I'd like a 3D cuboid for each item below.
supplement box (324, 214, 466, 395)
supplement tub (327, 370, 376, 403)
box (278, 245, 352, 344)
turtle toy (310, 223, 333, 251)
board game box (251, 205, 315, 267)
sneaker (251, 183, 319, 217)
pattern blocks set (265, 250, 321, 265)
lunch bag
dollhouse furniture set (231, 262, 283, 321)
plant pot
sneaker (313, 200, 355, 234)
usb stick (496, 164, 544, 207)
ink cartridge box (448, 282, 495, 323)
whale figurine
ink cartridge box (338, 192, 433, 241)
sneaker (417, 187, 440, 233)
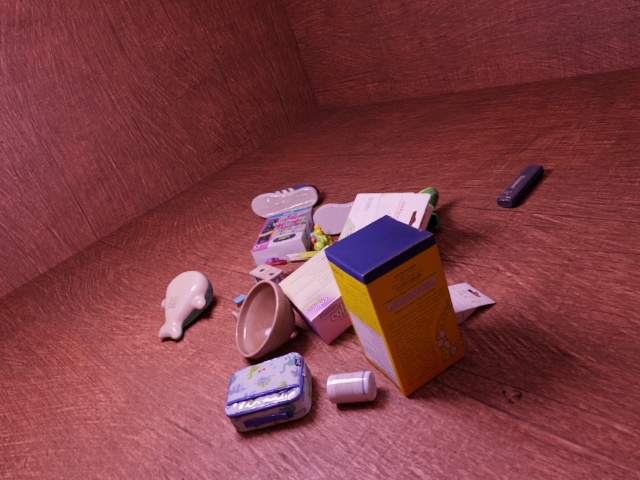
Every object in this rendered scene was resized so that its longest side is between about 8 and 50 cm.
[{"bbox_3d":[0.182,0.150,1.179,0.195,0.356,0.194,-29,27,-16],"label":"supplement box"},{"bbox_3d":[0.077,0.356,1.190,0.107,0.071,0.071,-10,27,20],"label":"supplement tub"},{"bbox_3d":[0.022,0.159,1.505,0.213,0.117,0.243,-38,33,-11],"label":"box"},{"bbox_3d":[0.000,0.000,1.948,0.066,0.095,0.130,-40,22,10],"label":"turtle toy"},{"bbox_3d":[-0.145,-0.019,2.079,0.224,0.097,0.303,-14,25,15],"label":"board game box"},{"bbox_3d":[-0.166,-0.203,2.444,0.350,0.131,0.148,-7,21,15],"label":"sneaker"},{"bbox_3d":[-0.028,0.057,1.741,0.325,0.026,0.285,-4,-6,-10],"label":"pattern blocks set"},{"bbox_3d":[-0.131,0.392,1.264,0.219,0.090,0.176,-17,28,11],"label":"lunch bag"},{"bbox_3d":[-0.209,0.190,1.672,0.184,0.129,0.129,-35,28,-28],"label":"dollhouse furniture set"},{"bbox_3d":[-0.153,0.246,1.485,0.237,0.110,0.237,-33,46,42],"label":"plant pot"},{"bbox_3d":[0.139,-0.097,2.023,0.366,0.135,0.150,-8,-6,40],"label":"sneaker"},{"bbox_3d":[0.742,-0.204,1.817,0.077,0.045,0.278,9,39,46],"label":"usb stick"},{"bbox_3d":[0.371,0.179,1.374,0.179,0.045,0.145,-9,21,-18],"label":"ink cartridge box"},{"bbox_3d":[-0.493,0.250,1.812,0.216,0.141,0.272,-6,54,30],"label":"whale figurine"},{"bbox_3d":[0.241,-0.048,1.669,0.353,0.119,0.207,7,70,54],"label":"ink cartridge box"},{"bbox_3d":[0.387,-0.082,1.795,0.123,0.109,0.295,1,42,35],"label":"sneaker"}]
